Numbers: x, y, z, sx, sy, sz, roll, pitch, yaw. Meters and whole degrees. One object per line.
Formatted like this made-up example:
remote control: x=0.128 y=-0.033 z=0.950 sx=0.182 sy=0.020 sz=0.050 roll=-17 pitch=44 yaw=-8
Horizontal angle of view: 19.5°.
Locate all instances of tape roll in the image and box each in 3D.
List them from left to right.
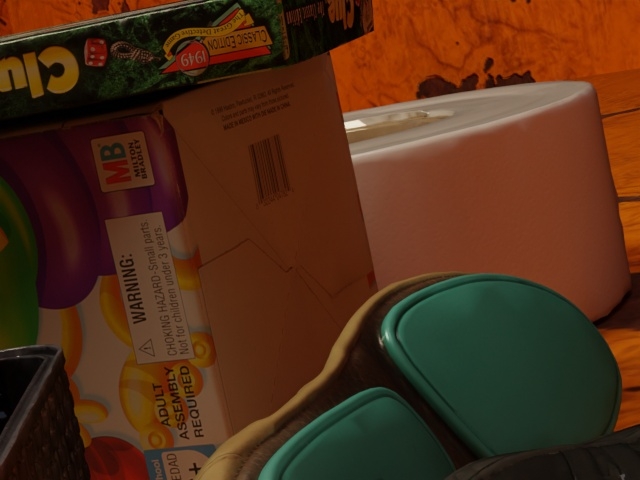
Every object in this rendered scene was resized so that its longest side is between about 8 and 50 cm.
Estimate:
tape roll: x=0.000 y=0.000 z=0.879 sx=0.286 sy=0.100 sz=0.286 roll=-12 pitch=7 yaw=1

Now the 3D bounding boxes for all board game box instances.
board game box: x=-0.132 y=0.028 z=0.695 sx=0.275 sy=0.142 sz=0.144 roll=-8 pitch=9 yaw=25
board game box: x=-0.119 y=-0.055 z=0.644 sx=0.259 sy=0.030 sz=0.136 roll=-9 pitch=11 yaw=16

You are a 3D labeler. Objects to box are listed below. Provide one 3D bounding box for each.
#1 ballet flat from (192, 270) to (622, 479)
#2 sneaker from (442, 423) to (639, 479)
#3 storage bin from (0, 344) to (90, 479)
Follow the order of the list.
ballet flat: x=0.013 y=0.062 z=0.496 sx=0.073 sy=0.080 sz=0.232 roll=-41 pitch=-10 yaw=26
sneaker: x=0.095 y=0.062 z=0.424 sx=0.089 sy=0.051 sz=0.170 roll=-11 pitch=2 yaw=42
storage bin: x=-0.116 y=0.089 z=0.431 sx=0.122 sy=0.084 sz=0.180 roll=-12 pitch=6 yaw=-1
